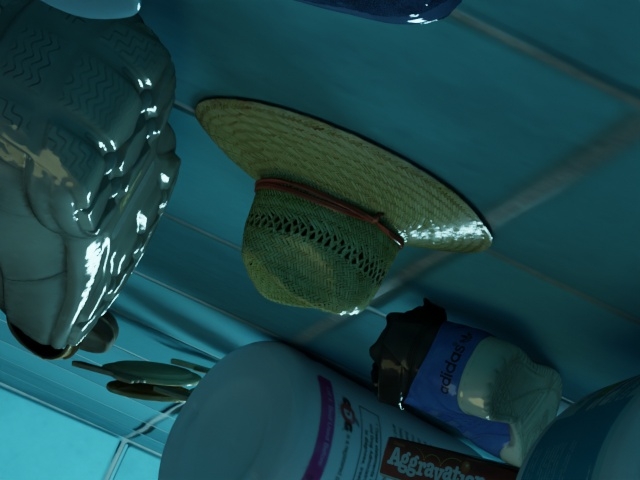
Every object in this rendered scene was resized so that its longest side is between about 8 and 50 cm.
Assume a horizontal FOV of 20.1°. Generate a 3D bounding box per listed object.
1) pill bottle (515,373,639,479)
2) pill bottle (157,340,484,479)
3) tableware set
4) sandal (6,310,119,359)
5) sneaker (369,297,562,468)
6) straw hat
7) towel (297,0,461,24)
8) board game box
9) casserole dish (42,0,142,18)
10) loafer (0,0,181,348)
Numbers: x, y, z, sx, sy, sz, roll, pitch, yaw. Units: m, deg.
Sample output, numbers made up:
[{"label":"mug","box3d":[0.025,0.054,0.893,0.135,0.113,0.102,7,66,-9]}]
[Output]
[{"label":"pill bottle","box3d":[0.166,0.127,0.796,0.146,0.146,0.264,24,168,-2]},{"label":"pill bottle","box3d":[0.034,0.201,1.341,0.283,0.160,0.160,31,166,-32]},{"label":"tableware set","box3d":[-0.105,0.135,1.504,0.194,0.039,0.128,11,-174,43]},{"label":"sandal","box3d":[-0.221,0.068,1.497,0.090,0.060,0.219,24,168,2]},{"label":"sneaker","box3d":[0.074,0.075,0.967,0.084,0.058,0.152,22,172,25]},{"label":"straw hat","box3d":[0.000,0.000,0.769,0.144,0.061,0.144,23,169,5]},{"label":"towel","box3d":[-0.005,-0.090,0.460,0.067,0.029,0.119,18,167,24]},{"label":"board game box","box3d":[0.185,0.166,1.090,0.281,0.027,0.145,18,173,-39]},{"label":"casserole dish","box3d":[-0.096,-0.125,0.389,0.114,0.037,0.188,9,146,52]},{"label":"loafer","box3d":[-0.126,-0.035,0.771,0.111,0.112,0.319,28,161,3]}]
